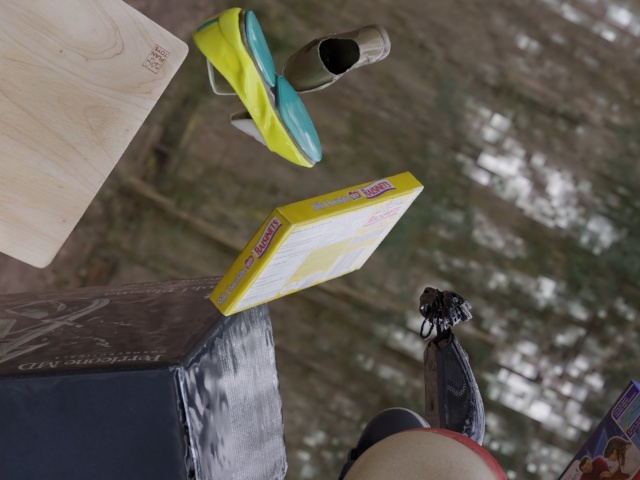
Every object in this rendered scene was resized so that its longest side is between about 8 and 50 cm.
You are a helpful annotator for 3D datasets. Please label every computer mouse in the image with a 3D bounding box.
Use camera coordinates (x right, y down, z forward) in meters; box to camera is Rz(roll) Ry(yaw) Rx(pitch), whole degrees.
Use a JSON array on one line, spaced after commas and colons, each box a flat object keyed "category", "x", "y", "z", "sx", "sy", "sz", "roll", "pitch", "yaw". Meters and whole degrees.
[{"category": "computer mouse", "x": 0.187, "y": 0.200, "z": 2.329, "sx": 0.188, "sy": 0.072, "sz": 0.272, "roll": 174, "pitch": -85, "yaw": -81}]

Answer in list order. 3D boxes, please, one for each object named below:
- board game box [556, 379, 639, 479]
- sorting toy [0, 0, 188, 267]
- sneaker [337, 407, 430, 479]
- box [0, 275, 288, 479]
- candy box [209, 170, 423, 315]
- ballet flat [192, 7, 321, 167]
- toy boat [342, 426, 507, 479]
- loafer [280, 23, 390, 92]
[{"category": "board game box", "x": 0.261, "y": 0.242, "z": 1.545, "sx": 0.201, "sy": 0.035, "sz": 0.136, "roll": -56, "pitch": -156, "yaw": 14}, {"category": "sorting toy", "x": -0.288, "y": -0.136, "z": 1.536, "sx": 0.089, "sy": 0.257, "sz": 0.255, "roll": 36, "pitch": -87, "yaw": 37}, {"category": "sneaker", "x": 0.070, "y": 0.329, "z": 2.014, "sx": 0.126, "sy": 0.127, "sz": 0.321, "roll": -12, "pitch": -126, "yaw": 25}, {"category": "box", "x": -0.321, "y": 0.239, "z": 2.009, "sx": 0.472, "sy": 0.480, "sz": 0.297, "roll": -56, "pitch": 140, "yaw": -75}, {"category": "candy box", "x": 0.000, "y": 0.000, "z": 1.399, "sx": 0.206, "sy": 0.027, "sz": 0.105, "roll": -17, "pitch": 148, "yaw": -56}, {"category": "ballet flat", "x": -0.072, "y": -0.160, "z": 1.844, "sx": 0.077, "sy": 0.231, "sz": 0.077, "roll": -14, "pitch": -133, "yaw": 15}, {"category": "toy boat", "x": 0.082, "y": 0.271, "z": 1.485, "sx": 0.231, "sy": 0.151, "sz": 0.151, "roll": -65, "pitch": 163, "yaw": 14}, {"category": "loafer", "x": 0.008, "y": -0.202, "z": 1.880, "sx": 0.148, "sy": 0.056, "sz": 0.050, "roll": -23, "pitch": 176, "yaw": 37}]
